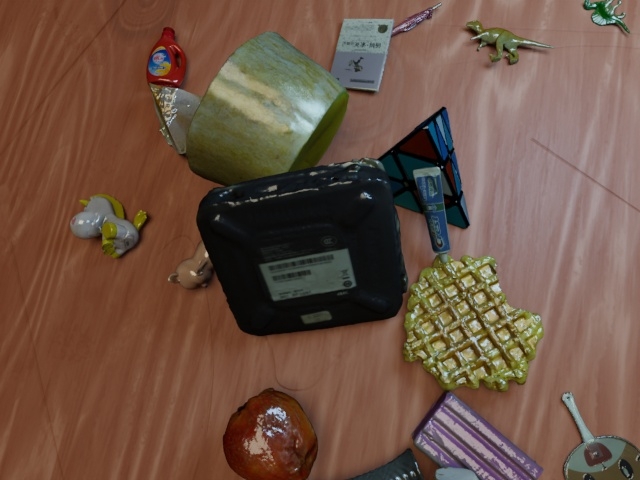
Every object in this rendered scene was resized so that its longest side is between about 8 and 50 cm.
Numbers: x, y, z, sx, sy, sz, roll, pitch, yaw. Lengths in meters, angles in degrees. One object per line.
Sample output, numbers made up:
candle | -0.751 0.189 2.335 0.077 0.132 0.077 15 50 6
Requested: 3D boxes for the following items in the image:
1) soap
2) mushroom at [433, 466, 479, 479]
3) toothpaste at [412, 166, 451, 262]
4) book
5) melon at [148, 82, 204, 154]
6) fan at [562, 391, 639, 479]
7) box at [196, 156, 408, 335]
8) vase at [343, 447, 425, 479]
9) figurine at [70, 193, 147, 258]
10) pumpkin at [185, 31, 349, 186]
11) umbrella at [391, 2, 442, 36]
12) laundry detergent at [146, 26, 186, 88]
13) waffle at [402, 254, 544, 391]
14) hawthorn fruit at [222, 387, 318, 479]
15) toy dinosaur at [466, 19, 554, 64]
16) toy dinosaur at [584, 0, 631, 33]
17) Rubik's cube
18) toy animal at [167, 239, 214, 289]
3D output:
soap | 0.282 0.389 0.846 0.203 0.065 0.122 39 86 15
mushroom | 0.237 0.500 0.788 0.092 0.081 0.223 3 105 25
toothpaste | 0.223 -0.046 0.891 0.057 0.035 0.197 0 114 41
book | 0.095 -0.439 1.080 0.127 0.014 0.181 11 82 18
melon | -0.332 -0.308 1.091 0.139 0.093 0.202 -24 79 -5
fan | 0.503 0.390 0.840 0.152 0.008 0.226 -25 76 4
box | -0.021 0.034 0.860 0.359 0.350 0.091 -10 35 6
vase | 0.075 0.468 0.848 0.237 0.115 0.115 -24 75 -1
figurine | -0.499 -0.043 1.065 0.178 0.109 0.129 26 56 14
pumpkin | -0.087 -0.214 0.912 0.199 0.332 0.332 35 85 10
umbrella | 0.211 -0.513 1.083 0.165 0.025 0.027 -27 90 5
laundry detergent | -0.383 -0.460 1.153 0.097 0.049 0.165 2 77 2
waffle | 0.296 0.159 0.898 0.291 0.051 0.291 -2 70 7
hawthorn fruit | -0.092 0.373 0.868 0.179 0.173 0.173 24 82 -8
toy dinosaur | 0.420 -0.458 1.031 0.162 0.039 0.126 -15 74 4
toy dinosaur | 0.637 -0.495 1.015 0.060 0.029 0.119 -32 80 17
Rubik's cube | 0.147 -0.149 0.947 0.234 0.250 0.284 -13 80 26
toy animal | -0.261 0.049 1.005 0.089 0.083 0.150 36 73 27
